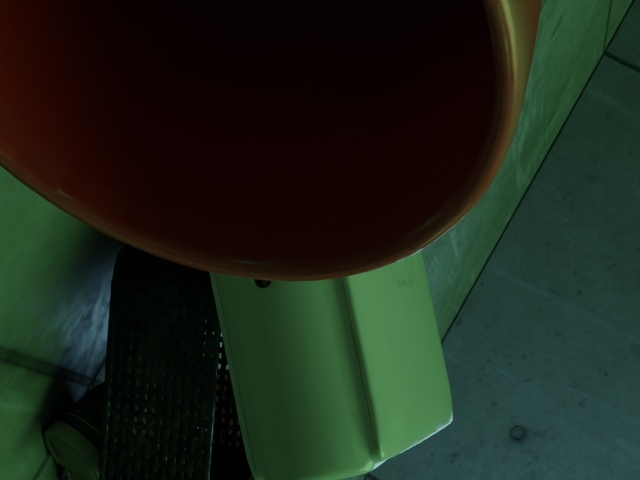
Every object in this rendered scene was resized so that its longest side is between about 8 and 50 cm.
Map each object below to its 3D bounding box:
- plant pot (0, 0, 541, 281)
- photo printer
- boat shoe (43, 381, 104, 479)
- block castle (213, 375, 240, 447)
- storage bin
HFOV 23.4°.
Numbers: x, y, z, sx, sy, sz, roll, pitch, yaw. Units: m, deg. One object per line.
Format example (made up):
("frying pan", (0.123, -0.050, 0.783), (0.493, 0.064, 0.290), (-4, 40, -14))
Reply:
("plant pot", (-0.014, -0.159, 0.652), (0.275, 0.275, 0.243), (104, 10, -51))
("photo printer", (0.000, 0.000, 1.070), (0.256, 0.107, 0.307), (3, 75, -74))
("boat shoe", (-0.160, 0.173, 1.199), (0.065, 0.075, 0.206), (-53, 161, -23))
("block castle", (0.018, 0.351, 1.461), (0.303, 0.453, 0.213), (-50, 171, -40))
("storage bin", (-0.095, 0.093, 1.115), (0.122, 0.084, 0.180), (-10, 106, -75))
